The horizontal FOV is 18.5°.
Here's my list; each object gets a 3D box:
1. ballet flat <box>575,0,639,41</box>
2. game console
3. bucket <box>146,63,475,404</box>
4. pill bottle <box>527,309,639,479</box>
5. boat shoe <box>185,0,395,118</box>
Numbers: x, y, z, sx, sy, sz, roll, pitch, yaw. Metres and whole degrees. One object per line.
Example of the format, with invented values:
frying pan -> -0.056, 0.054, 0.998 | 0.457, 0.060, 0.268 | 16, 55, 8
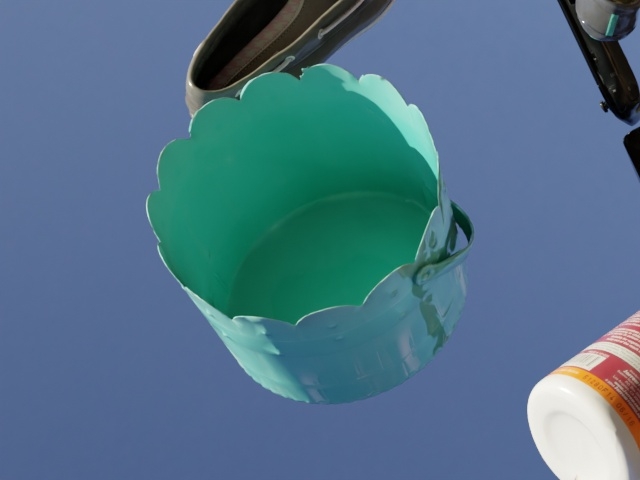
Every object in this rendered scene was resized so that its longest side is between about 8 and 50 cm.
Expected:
ballet flat -> 0.249, -0.270, 1.672 | 0.074, 0.074, 0.203 | 13, -112, -30
game console -> 0.285, -0.127, 1.848 | 0.361, 0.044, 0.213 | 67, -171, 12
bucket -> 0.000, 0.000, 1.766 | 0.183, 0.281, 0.281 | 64, -174, -53
pill bottle -> 0.285, 0.113, 1.606 | 0.221, 0.121, 0.121 | -32, -107, -27
boat shoe -> -0.013, -0.243, 1.996 | 0.112, 0.335, 0.095 | 35, 169, 24
